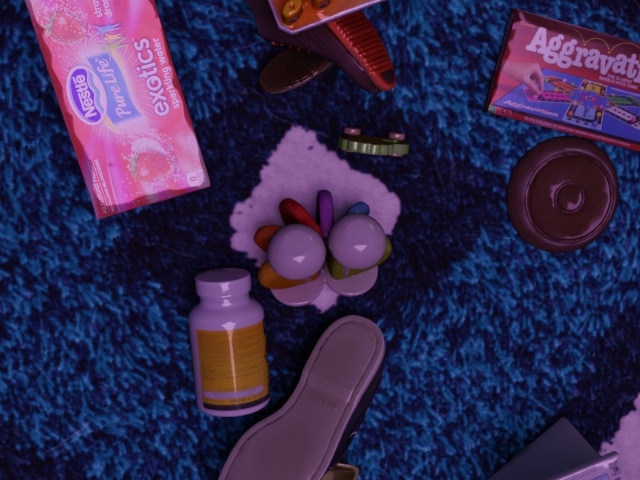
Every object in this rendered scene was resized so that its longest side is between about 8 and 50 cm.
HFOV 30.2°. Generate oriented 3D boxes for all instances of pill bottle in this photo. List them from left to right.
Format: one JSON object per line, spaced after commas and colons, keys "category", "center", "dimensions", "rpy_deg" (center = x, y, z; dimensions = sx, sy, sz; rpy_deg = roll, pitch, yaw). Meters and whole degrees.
{"category": "pill bottle", "center": [-0.123, 0.135, 1.590], "dimensions": [0.103, 0.103, 0.184], "rpy_deg": [-6, 104, -8]}

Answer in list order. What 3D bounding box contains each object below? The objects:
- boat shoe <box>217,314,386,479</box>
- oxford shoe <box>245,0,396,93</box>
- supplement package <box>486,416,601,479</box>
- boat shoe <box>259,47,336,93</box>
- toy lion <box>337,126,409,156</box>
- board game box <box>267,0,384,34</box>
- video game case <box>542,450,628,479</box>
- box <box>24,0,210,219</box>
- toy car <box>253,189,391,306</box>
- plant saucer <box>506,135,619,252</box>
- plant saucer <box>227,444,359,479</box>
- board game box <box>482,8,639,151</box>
{"category": "boat shoe", "center": [-0.019, 0.263, 1.604], "dimensions": [0.127, 0.113, 0.340], "rpy_deg": [23, 72, 22]}
{"category": "oxford shoe", "center": [-0.015, -0.275, 1.508], "dimensions": [0.271, 0.097, 0.098], "rpy_deg": [48, 118, 7]}
{"category": "supplement package", "center": [0.394, 0.436, 1.707], "dimensions": [0.177, 0.175, 0.293], "rpy_deg": [-41, 105, 2]}
{"category": "boat shoe", "center": [-0.009, -0.234, 1.554], "dimensions": [0.152, 0.049, 0.056], "rpy_deg": [-30, 74, -3]}
{"category": "toy lion", "center": [0.071, -0.126, 1.569], "dimensions": [0.100, 0.096, 0.034], "rpy_deg": [5, 102, -11]}
{"category": "board game box", "center": [0.064, -0.496, 1.444], "dimensions": [0.390, 0.050, 0.390], "rpy_deg": [-21, 86, -5]}
{"category": "video game case", "center": [0.346, 0.373, 1.585], "dimensions": [0.157, 0.019, 0.143], "rpy_deg": [-21, 103, -4]}
{"category": "box", "center": [-0.253, -0.196, 1.474], "dimensions": [0.154, 0.142, 0.300], "rpy_deg": [-16, 105, -5]}
{"category": "toy car", "center": [0.000, 0.000, 1.576], "dimensions": [0.182, 0.159, 0.136], "rpy_deg": [-10, 67, -7]}
{"category": "plant saucer", "center": [0.345, -0.061, 1.666], "dimensions": [0.168, 0.029, 0.168], "rpy_deg": [-2, 103, -9]}
{"category": "plant saucer", "center": [-0.059, 0.384, 1.686], "dimensions": [0.188, 0.045, 0.188], "rpy_deg": [12, 99, -12]}
{"category": "board game box", "center": [0.376, -0.214, 1.638], "dimensions": [0.281, 0.027, 0.145], "rpy_deg": [13, 99, -12]}
